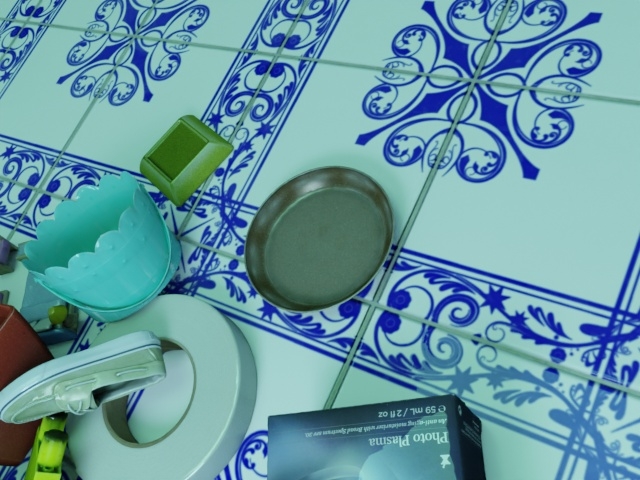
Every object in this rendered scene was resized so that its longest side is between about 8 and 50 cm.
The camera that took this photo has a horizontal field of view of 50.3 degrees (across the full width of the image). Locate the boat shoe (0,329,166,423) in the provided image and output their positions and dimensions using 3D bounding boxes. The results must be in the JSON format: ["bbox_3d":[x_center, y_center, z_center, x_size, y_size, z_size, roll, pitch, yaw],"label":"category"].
[{"bbox_3d":[-0.423,0.257,1.214,0.302,0.109,0.094,-24,60,-12],"label":"boat shoe"}]

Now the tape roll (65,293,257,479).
[{"bbox_3d":[-0.306,0.293,1.287,0.391,0.072,0.392,-11,60,19],"label":"tape roll"}]

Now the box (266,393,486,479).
[{"bbox_3d":[0.087,0.398,0.980,0.296,0.183,0.294,-12,61,19],"label":"box"}]

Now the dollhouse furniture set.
[{"bbox_3d":[-0.681,0.075,1.502,0.303,0.198,0.287,-12,60,19],"label":"dollhouse furniture set"}]

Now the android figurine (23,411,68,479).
[{"bbox_3d":[-0.507,0.454,1.234,0.248,0.056,0.273,29,105,65],"label":"android figurine"}]

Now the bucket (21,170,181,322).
[{"bbox_3d":[-0.431,0.019,1.382,0.281,0.183,0.281,-22,38,18],"label":"bucket"}]

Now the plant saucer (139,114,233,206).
[{"bbox_3d":[-0.321,-0.197,1.569,0.188,0.045,0.188,-48,55,-5],"label":"plant saucer"}]

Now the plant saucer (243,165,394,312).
[{"bbox_3d":[0.000,0.000,1.311,0.310,0.050,0.311,-11,61,20],"label":"plant saucer"}]

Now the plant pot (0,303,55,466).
[{"bbox_3d":[-0.655,0.285,1.305,0.267,0.236,0.267,4,54,34],"label":"plant pot"}]
